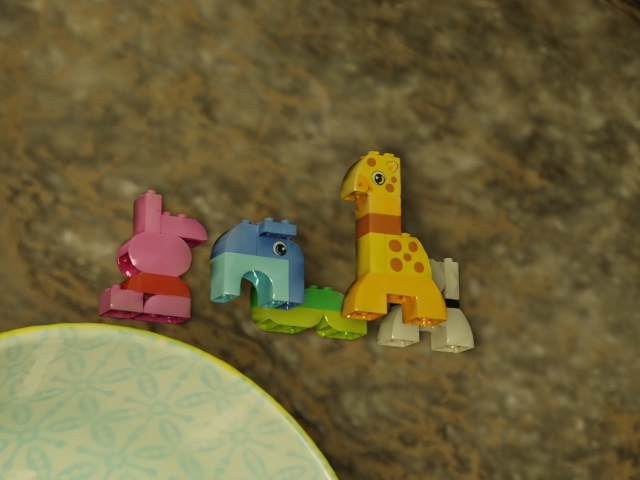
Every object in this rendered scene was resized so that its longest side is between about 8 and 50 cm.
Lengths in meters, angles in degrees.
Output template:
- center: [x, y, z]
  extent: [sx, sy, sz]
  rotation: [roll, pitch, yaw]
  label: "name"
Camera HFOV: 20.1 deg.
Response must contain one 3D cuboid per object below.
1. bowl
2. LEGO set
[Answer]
- center: [-0.129, 0.194, 0.839]
  extent: [0.289, 0.156, 0.289]
  rotation: [7, 73, -25]
  label: "bowl"
- center: [0.000, 0.000, 1.002]
  extent: [0.227, 0.087, 0.093]
  rotation: [8, 73, -27]
  label: "LEGO set"
